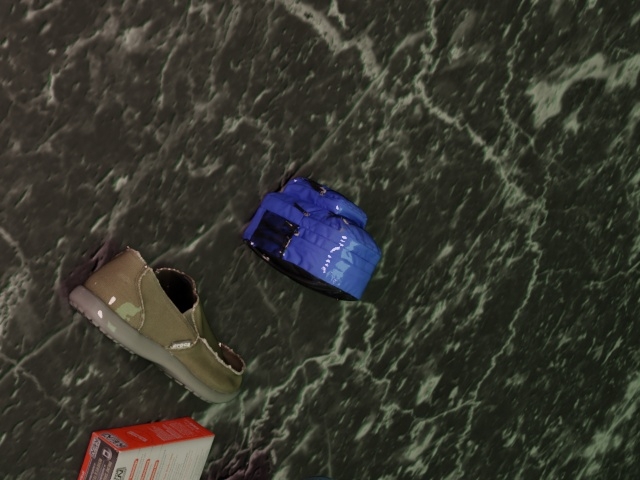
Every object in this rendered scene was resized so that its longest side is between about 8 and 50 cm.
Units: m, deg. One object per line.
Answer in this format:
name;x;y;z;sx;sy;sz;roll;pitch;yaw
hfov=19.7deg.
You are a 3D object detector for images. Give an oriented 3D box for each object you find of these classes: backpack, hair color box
backpack;0.000;0.000;1.838;0.098;0.120;0.101;23;97;-55
hair color box;-0.176;0.224;1.855;0.141;0.043;0.072;-2;117;-53

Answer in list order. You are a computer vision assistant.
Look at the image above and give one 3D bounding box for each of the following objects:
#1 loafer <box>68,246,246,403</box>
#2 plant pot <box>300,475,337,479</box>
loafer;-0.135;0.081;1.750;0.087;0.094;0.251;-53;146;-2
plant pot;-0.086;0.402;1.937;0.255;0.271;0.271;-6;121;-33
